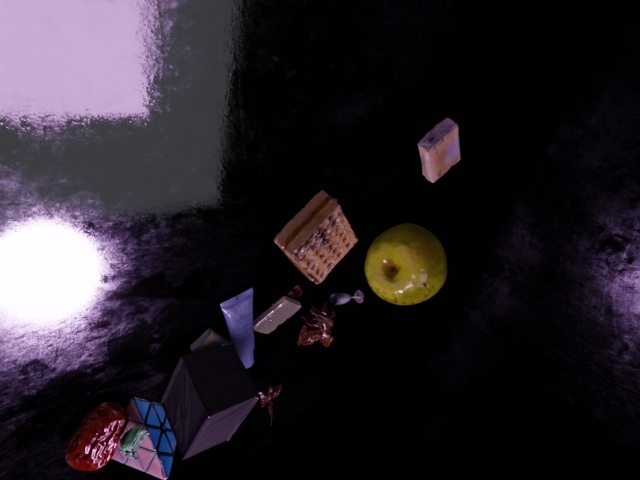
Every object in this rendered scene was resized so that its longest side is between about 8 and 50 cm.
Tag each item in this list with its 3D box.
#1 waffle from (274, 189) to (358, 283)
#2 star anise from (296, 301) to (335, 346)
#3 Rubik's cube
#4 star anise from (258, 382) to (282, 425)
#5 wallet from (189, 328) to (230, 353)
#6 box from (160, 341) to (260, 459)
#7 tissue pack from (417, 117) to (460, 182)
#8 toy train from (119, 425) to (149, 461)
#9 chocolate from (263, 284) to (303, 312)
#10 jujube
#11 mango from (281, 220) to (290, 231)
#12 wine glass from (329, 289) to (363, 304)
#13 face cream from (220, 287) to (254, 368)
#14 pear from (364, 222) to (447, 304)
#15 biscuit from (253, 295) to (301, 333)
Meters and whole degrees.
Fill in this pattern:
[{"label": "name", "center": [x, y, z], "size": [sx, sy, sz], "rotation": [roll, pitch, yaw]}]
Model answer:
[{"label": "waffle", "center": [0.000, 0.000, 1.535], "size": [0.261, 0.114, 0.376], "rotation": [-45, 155, -5]}, {"label": "star anise", "center": [-0.013, 0.383, 1.915], "size": [0.237, 0.148, 0.346], "rotation": [-37, 153, -18]}, {"label": "Rubik's cube", "center": [-0.654, 0.737, 1.591], "size": [0.228, 0.233, 0.229], "rotation": [25, 64, -16]}, {"label": "star anise", "center": [-0.243, 0.808, 2.090], "size": [0.158, 0.144, 0.141], "rotation": [9, 109, -48]}, {"label": "wallet", "center": [-0.418, 0.408, 1.610], "size": [0.110, 0.039, 0.155], "rotation": [-43, 143, -8]}, {"label": "box", "center": [-0.419, 0.593, 1.561], "size": [0.204, 0.251, 0.345], "rotation": [-5, 136, -42]}, {"label": "tissue pack", "center": [0.503, -0.374, 1.770], "size": [0.186, 0.090, 0.222], "rotation": [-40, 144, -6]}, {"label": "toy train", "center": [-0.646, 0.688, 1.435], "size": [0.149, 0.081, 0.099], "rotation": [108, 1, -51]}, {"label": "chocolate", "center": [-0.152, 0.256, 1.749], "size": [0.182, 0.028, 0.086], "rotation": [-37, 144, -14]}, {"label": "jujube", "center": [-0.750, 0.659, 1.422], "size": [0.230, 0.155, 0.155], "rotation": [-57, 144, -3]}, {"label": "mango", "center": [-0.111, -0.035, 1.503], "size": [0.089, 0.046, 0.060], "rotation": [-40, 151, 7]}, {"label": "wine glass", "center": [0.126, 0.279, 2.029], "size": [0.198, 0.066, 0.066], "rotation": [1, 123, -47]}, {"label": "face cream", "center": [-0.308, 0.354, 1.641], "size": [0.135, 0.086, 0.386], "rotation": [-26, 134, -32]}, {"label": "pear", "center": [0.396, 0.105, 1.901], "size": [0.390, 0.391, 0.391], "rotation": [-27, 140, -26]}, {"label": "biscuit", "center": [-0.183, 0.308, 1.723], "size": [0.199, 0.041, 0.121], "rotation": [-40, 142, 12]}]
